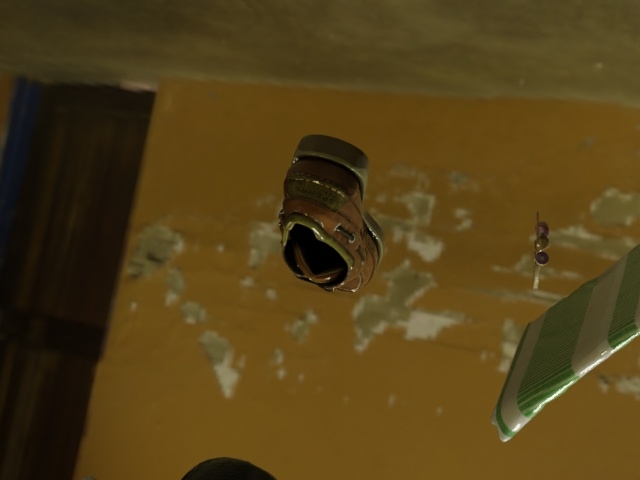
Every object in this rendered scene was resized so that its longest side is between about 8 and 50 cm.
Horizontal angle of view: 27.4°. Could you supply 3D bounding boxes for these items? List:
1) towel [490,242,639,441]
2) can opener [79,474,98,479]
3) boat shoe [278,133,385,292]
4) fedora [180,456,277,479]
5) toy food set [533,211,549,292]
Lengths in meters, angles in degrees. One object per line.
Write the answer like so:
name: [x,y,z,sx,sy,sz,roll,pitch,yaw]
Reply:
towel: [0.324,0.071,1.404,0.038,0.325,0.248,47,-151,-4]
can opener: [-0.389,0.409,1.765,0.280,0.074,0.093,-30,-174,-32]
boat shoe: [0.000,0.000,1.430,0.111,0.104,0.307,14,158,15]
fedora: [-0.152,0.439,1.999,0.334,0.152,0.334,9,136,9]
toy food set: [0.318,0.014,1.889,0.019,0.078,0.122,1,148,7]
